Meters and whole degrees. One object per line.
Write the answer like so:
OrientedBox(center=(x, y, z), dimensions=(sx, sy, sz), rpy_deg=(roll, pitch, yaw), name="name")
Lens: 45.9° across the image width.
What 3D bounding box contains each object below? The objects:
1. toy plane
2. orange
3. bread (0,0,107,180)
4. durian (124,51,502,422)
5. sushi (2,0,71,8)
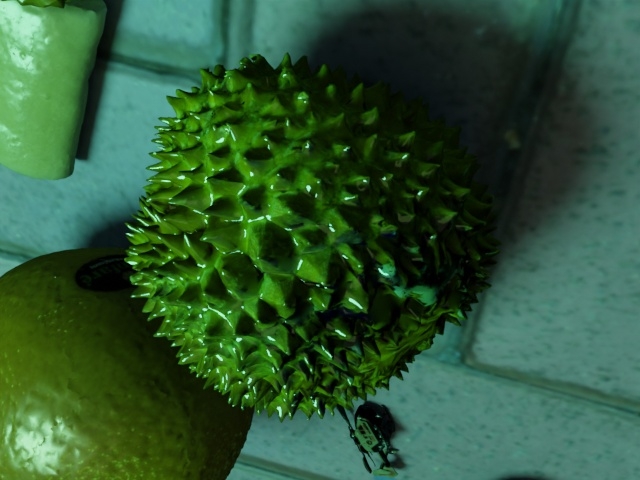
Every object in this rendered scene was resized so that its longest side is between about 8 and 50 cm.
OrientedBox(center=(0.057, 0.215, 0.816), dimensions=(0.049, 0.031, 0.120), rpy_deg=(-13, 117, 29), name="toy plane")
OrientedBox(center=(-0.196, 0.137, 0.689), dimensions=(0.274, 0.274, 0.274), rpy_deg=(7, 125, 10), name="orange")
OrientedBox(center=(-0.261, -0.145, 0.634), dimensions=(0.140, 0.060, 0.178), rpy_deg=(23, 127, -2), name="bread")
OrientedBox(center=(0.003, 0.000, 0.543), dimensions=(0.225, 0.291, 0.291), rpy_deg=(20, 137, 48), name="durian")
OrientedBox(center=(-0.144, -0.333, 0.363), dimensions=(0.397, 0.240, 0.351), rpy_deg=(36, 127, -7), name="sushi")
